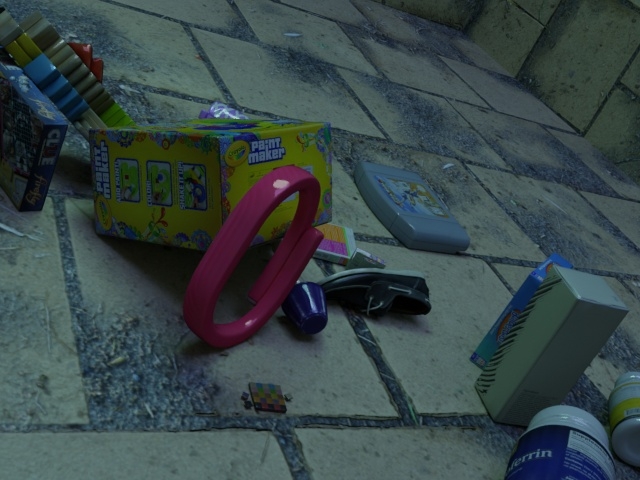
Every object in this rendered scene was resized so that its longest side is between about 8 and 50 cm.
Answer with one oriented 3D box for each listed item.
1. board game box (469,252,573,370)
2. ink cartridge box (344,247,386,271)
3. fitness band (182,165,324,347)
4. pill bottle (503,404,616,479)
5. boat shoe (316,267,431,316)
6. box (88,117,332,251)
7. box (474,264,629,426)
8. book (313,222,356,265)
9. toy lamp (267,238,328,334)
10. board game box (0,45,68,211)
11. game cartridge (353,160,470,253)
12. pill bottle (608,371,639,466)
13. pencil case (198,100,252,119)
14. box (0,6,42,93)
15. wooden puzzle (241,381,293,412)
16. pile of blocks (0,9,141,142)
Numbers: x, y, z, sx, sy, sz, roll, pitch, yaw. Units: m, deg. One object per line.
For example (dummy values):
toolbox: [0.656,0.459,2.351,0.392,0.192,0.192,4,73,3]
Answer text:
board game box: [0.373,0.133,1.461,0.047,0.210,0.160,38,31,18]
ink cartridge box: [0.087,0.043,1.470,0.062,0.115,0.029,26,66,1]
fitness band: [-0.092,0.024,1.159,0.054,0.291,0.209,33,4,26]
pill bottle: [0.340,0.355,1.123,0.153,0.153,0.264,32,28,9]
boat shoe: [0.098,0.097,1.423,0.232,0.084,0.079,4,61,-27]
box: [-0.174,-0.103,1.300,0.279,0.177,0.290,7,15,33]
box: [0.378,0.182,1.312,0.113,0.275,0.094,14,29,-24]
book: [0.000,0.000,1.548,0.144,0.035,0.096,15,33,-21]
toy lamp: [-0.053,0.055,1.363,0.080,0.080,0.275,10,31,-30]
board game box: [-0.502,-0.185,1.277,0.042,0.165,0.243,-7,44,-47]
game cartridge: [0.201,-0.083,1.841,0.198,0.062,0.297,11,32,-36]
pill bottle: [0.583,0.321,1.444,0.103,0.103,0.184,29,28,4]
pencil case: [-0.163,-0.226,1.721,0.206,0.086,0.088,27,19,3]
box: [-0.726,-0.383,1.508,0.321,0.079,0.257,-4,39,-44]
wooden puzzle: [-0.077,0.225,1.131,0.083,0.006,0.049,12,32,-26]
pile of blocks: [-0.394,-0.250,1.344,0.362,0.112,0.149,53,-8,-35]
